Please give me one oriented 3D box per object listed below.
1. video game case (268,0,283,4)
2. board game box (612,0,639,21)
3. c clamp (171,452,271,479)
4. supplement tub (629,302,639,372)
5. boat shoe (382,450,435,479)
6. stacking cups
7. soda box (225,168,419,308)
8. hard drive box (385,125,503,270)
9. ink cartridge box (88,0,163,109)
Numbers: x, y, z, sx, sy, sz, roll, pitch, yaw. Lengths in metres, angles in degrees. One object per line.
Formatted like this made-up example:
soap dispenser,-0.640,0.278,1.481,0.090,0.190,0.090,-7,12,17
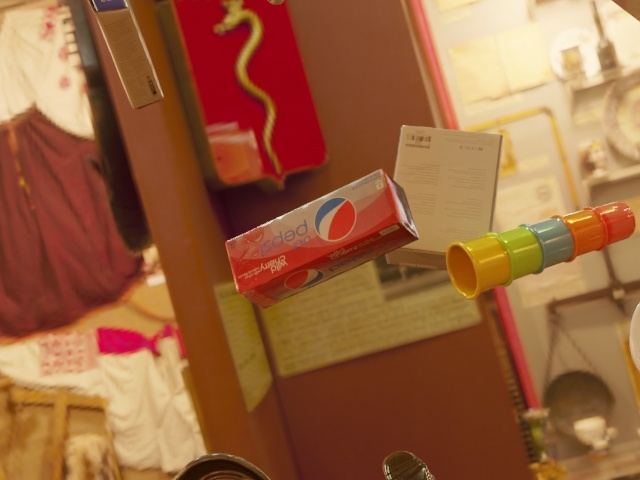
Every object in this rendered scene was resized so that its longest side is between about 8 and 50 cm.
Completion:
video game case,-0.103,-0.663,1.926,0.036,0.300,0.329,-25,-24,-54
board game box,0.396,-0.388,1.246,0.318,0.318,0.066,28,-40,-23
c clamp,-0.090,0.252,0.911,0.161,0.137,0.022,-53,20,25
supplement tub,0.477,0.140,1.318,0.144,0.144,0.199,-16,-27,22
boat shoe,0.132,0.329,1.326,0.056,0.049,0.152,-31,37,-12
stacking cups,0.356,-0.001,1.641,0.316,0.096,0.096,-19,1,-20
soda box,0.000,0.000,1.474,0.263,0.092,0.083,-25,-27,18
hard drive box,0.215,-0.071,1.796,0.181,0.232,0.089,7,-19,11
ink cartridge box,-0.260,-0.304,1.219,0.045,0.223,0.224,-23,-29,-6
